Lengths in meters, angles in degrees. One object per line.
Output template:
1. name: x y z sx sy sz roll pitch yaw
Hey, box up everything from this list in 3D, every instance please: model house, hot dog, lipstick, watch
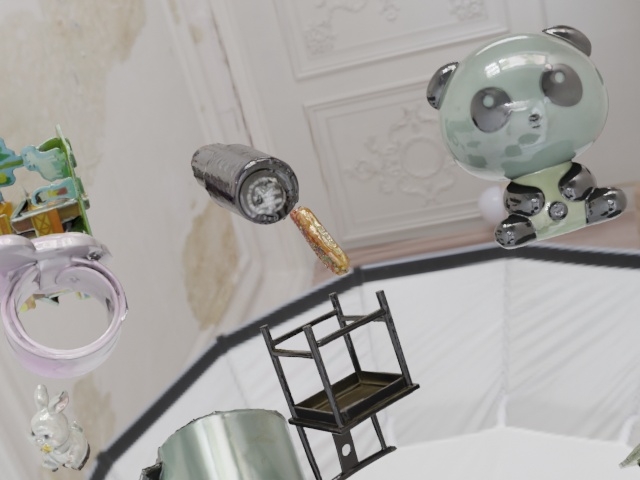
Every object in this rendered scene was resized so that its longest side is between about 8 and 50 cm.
1. model house: -0.599 -0.028 1.588 0.242 0.312 0.358 39 142 58
2. hot dog: -0.002 0.001 1.324 0.144 0.038 0.062 51 173 22
3. lipstick: -0.103 -0.077 0.975 0.299 0.081 0.081 -153 47 -68
4. watch: -0.444 0.107 1.324 0.218 0.248 0.211 69 153 21

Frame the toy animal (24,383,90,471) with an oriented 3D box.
1. toy animal: -0.397 0.287 1.222 0.085 0.071 0.124 -55 -44 -34

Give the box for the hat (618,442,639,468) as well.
1. hat: 0.482 0.222 0.932 0.130 0.257 0.257 48 180 24

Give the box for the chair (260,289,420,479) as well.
1. chair: 0.038 0.216 1.121 0.154 0.141 0.260 -23 -83 -32

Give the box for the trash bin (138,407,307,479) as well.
1. trash bin: -0.113 0.414 1.194 0.262 0.277 0.217 -114 31 -41

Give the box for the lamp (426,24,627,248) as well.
1. lamp: 0.245 -0.122 0.956 0.198 0.197 0.244 -1 -107 -76
